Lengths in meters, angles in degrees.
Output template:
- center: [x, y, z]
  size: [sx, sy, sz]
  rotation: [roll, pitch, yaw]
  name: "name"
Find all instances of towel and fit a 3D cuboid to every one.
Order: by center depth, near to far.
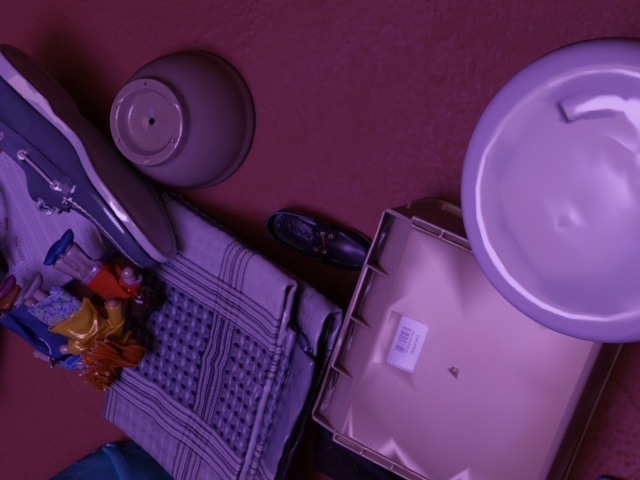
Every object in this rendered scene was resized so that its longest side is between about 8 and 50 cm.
- center: [-0.130, 0.141, 1.398]
  size: [0.324, 0.056, 0.312]
  rotation: [32, 110, 41]
  name: "towel"

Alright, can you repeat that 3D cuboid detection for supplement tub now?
- center: [0.281, -0.053, 1.083]
  size: [0.241, 0.331, 0.241]
  rotation: [4, 98, 25]
  name: "supplement tub"

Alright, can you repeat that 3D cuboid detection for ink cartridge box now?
- center: [-0.346, -0.032, 1.548]
  size: [0.232, 0.066, 0.189]
  rotation: [-32, 82, 46]
  name: "ink cartridge box"

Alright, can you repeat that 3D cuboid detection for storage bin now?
- center: [0.157, 0.123, 1.281]
  size: [0.260, 0.123, 0.262]
  rotation: [25, 107, 21]
  name: "storage bin"

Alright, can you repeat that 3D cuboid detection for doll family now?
- center: [-0.291, 0.107, 1.442]
  size: [0.163, 0.118, 0.263]
  rotation: [36, 144, -20]
  name: "doll family"

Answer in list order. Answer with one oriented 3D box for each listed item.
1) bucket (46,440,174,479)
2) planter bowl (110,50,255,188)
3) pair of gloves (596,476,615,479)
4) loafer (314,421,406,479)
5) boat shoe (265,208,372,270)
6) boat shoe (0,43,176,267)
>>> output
- center: [-0.256, 0.391, 1.473]
  size: [0.281, 0.183, 0.281]
  rotation: [3, 98, 25]
  name: "bucket"
- center: [-0.171, -0.136, 1.409]
  size: [0.162, 0.109, 0.162]
  rotation: [3, 98, 26]
  name: "planter bowl"
- center: [0.323, 0.343, 1.285]
  size: [0.159, 0.023, 0.198]
  rotation: [-1, 96, 25]
  name: "pair of gloves"
- center: [0.072, 0.266, 1.344]
  size: [0.220, 0.080, 0.078]
  rotation: [34, 117, 45]
  name: "loafer"
- center: [-0.001, 0.002, 1.384]
  size: [0.133, 0.042, 0.049]
  rotation: [23, 103, 20]
  name: "boat shoe"
- center: [-0.287, -0.079, 1.409]
  size: [0.099, 0.116, 0.319]
  rotation: [-43, 81, 14]
  name: "boat shoe"
